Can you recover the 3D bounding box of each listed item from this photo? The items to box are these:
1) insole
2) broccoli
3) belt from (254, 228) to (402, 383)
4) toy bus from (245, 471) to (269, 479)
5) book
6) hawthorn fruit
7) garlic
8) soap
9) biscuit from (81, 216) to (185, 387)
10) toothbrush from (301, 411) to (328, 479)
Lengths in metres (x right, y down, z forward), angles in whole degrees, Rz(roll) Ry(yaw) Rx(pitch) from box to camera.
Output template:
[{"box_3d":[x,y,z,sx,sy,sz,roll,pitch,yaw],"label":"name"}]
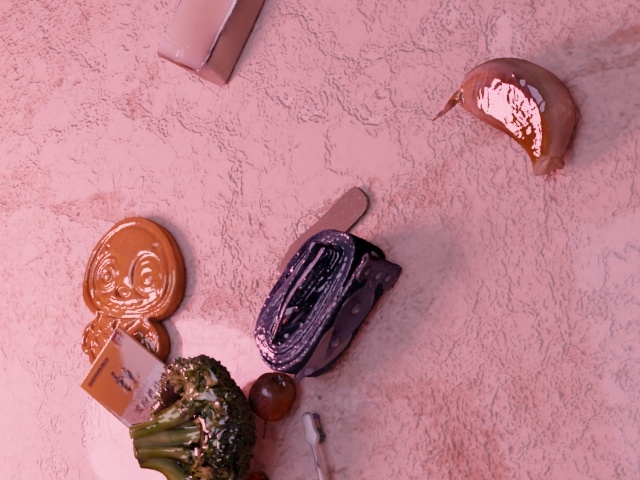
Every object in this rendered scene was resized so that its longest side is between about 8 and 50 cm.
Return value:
[{"box_3d":[0.000,0.000,1.733,0.192,0.010,0.063,-48,59,16],"label":"insole"},{"box_3d":[-0.175,0.270,1.681,0.176,0.226,0.198,-32,50,-5],"label":"broccoli"},{"box_3d":[-0.008,0.084,1.648,0.122,0.128,0.218,37,100,34],"label":"belt"},{"box_3d":[-0.114,0.378,1.718,0.110,0.031,0.043,-47,61,19],"label":"toy bus"},{"box_3d":[-0.277,0.229,1.839,0.172,0.012,0.118,37,101,15],"label":"book"},{"box_3d":[-0.072,0.235,1.711,0.067,0.067,0.103,40,130,33],"label":"hawthorn fruit"},{"box_3d":[0.241,-0.176,1.566,0.198,0.090,0.128,30,110,30],"label":"garlic"},{"box_3d":[-0.169,-0.349,1.889,0.121,0.064,0.183,30,97,35],"label":"soap"},{"box_3d":[-0.306,0.105,1.901,0.202,0.044,0.288,7,82,35],"label":"biscuit"},{"box_3d":[0.020,0.378,1.628,0.030,0.030,0.304,-26,67,27],"label":"toothbrush"}]
